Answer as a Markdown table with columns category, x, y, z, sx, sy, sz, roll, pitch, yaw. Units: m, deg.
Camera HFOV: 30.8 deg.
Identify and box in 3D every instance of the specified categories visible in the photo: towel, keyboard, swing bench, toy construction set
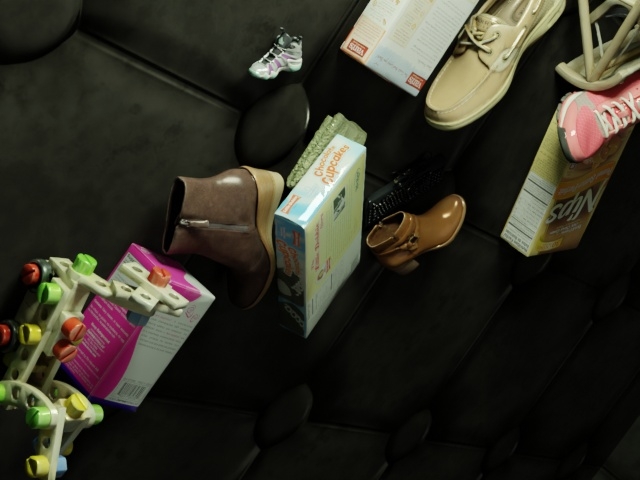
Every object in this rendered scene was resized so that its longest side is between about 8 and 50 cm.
| category | x | y | z | sx | sy | sz | roll | pitch | yaw |
| --- | --- | --- | --- | --- | --- | --- | --- | --- | --- |
| towel | 0.012 | -0.133 | 1.896 | 0.148 | 0.027 | 0.110 | -55 | 144 | 7 |
| keyboard | 0.159 | -0.091 | 2.090 | 0.192 | 0.038 | 0.100 | -32 | 141 | -26 |
| swing bench | 0.597 | -0.420 | 2.159 | 0.253 | 0.165 | 0.254 | -30 | 141 | -28 |
| toy construction set | -0.341 | 0.147 | 1.599 | 0.327 | 0.215 | 0.151 | -52 | 146 | 3 |

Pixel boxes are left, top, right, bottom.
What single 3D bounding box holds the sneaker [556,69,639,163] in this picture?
| category | x | y | z | sx | sy | sz | roll | pitch | yaw |
| --- | --- | --- | --- | --- | --- | --- | --- | --- | --- |
| sneaker | 0.558 | -0.256 | 2.192 | 0.314 | 0.136 | 0.115 | -43 | 116 | -35 |

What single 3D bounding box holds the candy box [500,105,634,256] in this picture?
| category | x | y | z | sx | sy | sz | roll | pitch | yaw |
| --- | --- | --- | --- | --- | --- | --- | --- | --- | --- |
| candy box | 0.512 | -0.127 | 2.402 | 0.183 | 0.087 | 0.316 | -7 | 126 | -43 |

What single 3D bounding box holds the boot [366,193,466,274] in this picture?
| category | x | y | z | sx | sy | sz | roll | pitch | yaw |
| --- | --- | --- | --- | --- | --- | --- | --- | --- | --- |
| boot | 0.178 | -0.028 | 2.135 | 0.197 | 0.073 | 0.152 | -49 | 146 | 0 |

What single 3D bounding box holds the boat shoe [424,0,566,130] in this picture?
| category | x | y | z | sx | sy | sz | roll | pitch | yaw |
| --- | --- | --- | --- | --- | --- | --- | --- | --- | --- |
| boat shoe | 0.277 | -0.333 | 1.937 | 0.341 | 0.122 | 0.110 | -53 | 142 | -14 |

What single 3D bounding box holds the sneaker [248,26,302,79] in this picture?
| category | x | y | z | sx | sy | sz | roll | pitch | yaw |
| --- | --- | --- | --- | --- | --- | --- | --- | --- | --- |
| sneaker | -0.064 | -0.274 | 1.677 | 0.098 | 0.038 | 0.069 | -28 | 139 | -44 |

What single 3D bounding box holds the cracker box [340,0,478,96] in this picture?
| category | x | y | z | sx | sy | sz | roll | pitch | yaw |
| --- | --- | --- | --- | --- | --- | --- | --- | --- | --- |
| cracker box | 0.152 | -0.357 | 1.809 | 0.156 | 0.067 | 0.232 | 22 | 104 | -53 |

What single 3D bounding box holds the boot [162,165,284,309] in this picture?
| category | x | y | z | sx | sy | sz | roll | pitch | yaw |
| --- | --- | --- | --- | --- | --- | --- | --- | --- | --- |
| boot | -0.162 | 0.004 | 1.780 | 0.207 | 0.090 | 0.248 | -10 | 121 | -44 |

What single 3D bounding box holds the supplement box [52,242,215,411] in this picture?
| category | x | y | z | sx | sy | sz | roll | pitch | yaw |
| --- | --- | --- | --- | --- | --- | --- | --- | --- | --- |
| supplement box | -0.280 | 0.132 | 1.744 | 0.220 | 0.114 | 0.111 | -53 | 144 | 6 |

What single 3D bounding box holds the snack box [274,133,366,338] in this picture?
| category | x | y | z | sx | sy | sz | roll | pitch | yaw |
| --- | --- | --- | --- | --- | --- | --- | --- | --- | --- |
| snack box | 0.000 | 0.000 | 1.890 | 0.187 | 0.060 | 0.322 | -54 | 160 | -31 |
